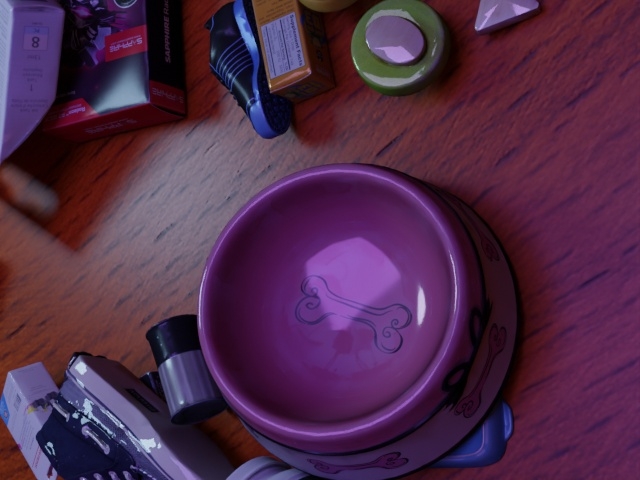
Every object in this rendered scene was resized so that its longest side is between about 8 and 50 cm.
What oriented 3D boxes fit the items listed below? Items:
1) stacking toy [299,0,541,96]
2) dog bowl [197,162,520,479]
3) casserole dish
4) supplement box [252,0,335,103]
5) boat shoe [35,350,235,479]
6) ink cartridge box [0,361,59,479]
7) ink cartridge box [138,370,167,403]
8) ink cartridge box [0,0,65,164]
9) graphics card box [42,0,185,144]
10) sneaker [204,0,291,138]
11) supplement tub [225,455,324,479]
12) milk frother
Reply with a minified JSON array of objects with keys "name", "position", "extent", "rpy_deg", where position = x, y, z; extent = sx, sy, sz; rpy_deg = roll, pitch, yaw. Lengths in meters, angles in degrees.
[{"name":"stacking toy","position":[0.107,-0.354,1.458],"extent":[0.309,0.130,0.279],"rpy_deg":[-30,71,13]},{"name":"dog bowl","position":[0.030,0.087,1.414],"extent":[0.408,0.150,0.407],"rpy_deg":[-6,72,18]},{"name":"casserole dish","position":[0.150,0.230,1.451],"extent":[0.188,0.037,0.114],"rpy_deg":[-8,80,31]},{"name":"supplement box","position":[-0.045,-0.318,1.622],"extent":[0.080,0.078,0.233],"rpy_deg":[-16,76,28]},{"name":"boat shoe","position":[-0.262,0.308,1.612],"extent":[0.340,0.127,0.158],"rpy_deg":[36,100,36]},{"name":"ink cartridge box","position":[-0.427,0.293,1.785],"extent":[0.181,0.062,0.104],"rpy_deg":[51,136,27]},{"name":"ink cartridge box","position":[-0.282,0.330,1.716],"extent":[0.208,0.045,0.206],"rpy_deg":[-35,67,26]},{"name":"ink cartridge box","position":[-0.510,-0.238,1.859],"extent":[0.308,0.091,0.385],"rpy_deg":[45,131,50]},{"name":"graphics card box","position":[-0.331,-0.356,1.805],"extent":[0.233,0.094,0.370],"rpy_deg":[-9,78,33]},{"name":"sneaker","position":[-0.109,-0.239,1.657],"extent":[0.090,0.081,0.232],"rpy_deg":[-27,63,31]},{"name":"supplement tub","position":[-0.001,0.405,1.435],"extent":[0.272,0.191,0.191],"rpy_deg":[24,97,33]},{"name":"milk frother","position":[-0.151,0.166,1.600],"extent":[0.143,0.129,0.134],"rpy_deg":[-37,62,31]}]
